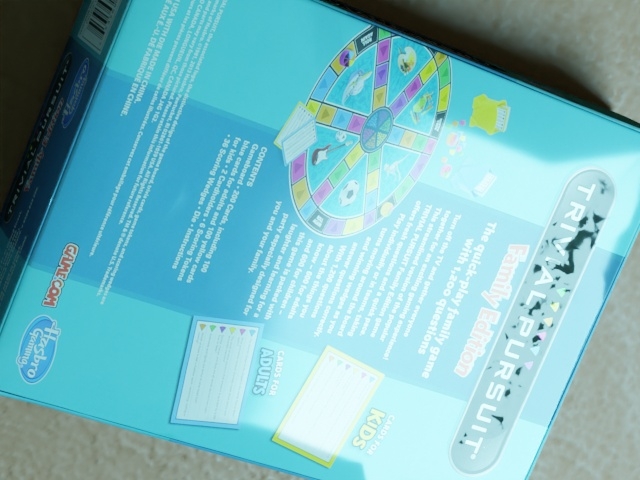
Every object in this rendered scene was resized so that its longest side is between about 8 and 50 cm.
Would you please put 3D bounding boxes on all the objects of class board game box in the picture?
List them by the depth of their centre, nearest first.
[{"bbox_3d":[0.000,0.000,1.072,0.336,0.079,0.254,19,100,-25],"label":"board game box"}]
